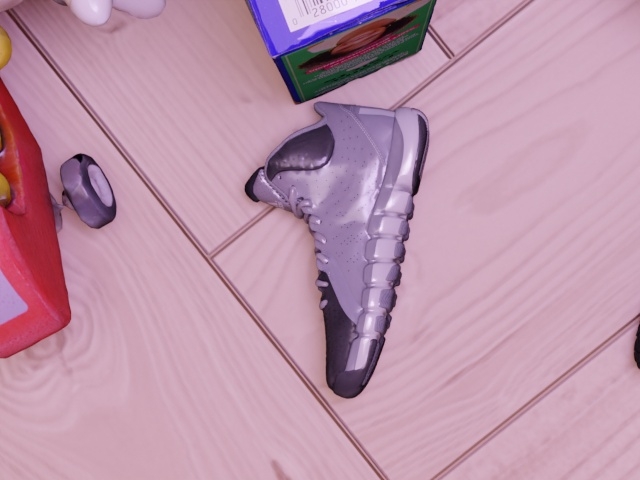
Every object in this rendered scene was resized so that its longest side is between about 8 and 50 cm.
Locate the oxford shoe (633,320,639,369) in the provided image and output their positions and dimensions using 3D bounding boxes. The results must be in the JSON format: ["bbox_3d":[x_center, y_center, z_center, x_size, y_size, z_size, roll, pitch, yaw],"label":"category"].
[{"bbox_3d":[0.324,0.017,1.153,0.096,0.083,0.227,36,93,-4],"label":"oxford shoe"}]

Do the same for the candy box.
[{"bbox_3d":[-0.020,-0.249,1.040,0.122,0.317,0.268,-21,89,3],"label":"candy box"}]

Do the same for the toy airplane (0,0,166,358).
[{"bbox_3d":[-0.312,-0.145,1.069,0.384,0.272,0.386,20,96,8],"label":"toy airplane"}]

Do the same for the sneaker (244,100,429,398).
[{"bbox_3d":[0.000,0.000,1.168,0.132,0.086,0.229,12,81,6],"label":"sneaker"}]
